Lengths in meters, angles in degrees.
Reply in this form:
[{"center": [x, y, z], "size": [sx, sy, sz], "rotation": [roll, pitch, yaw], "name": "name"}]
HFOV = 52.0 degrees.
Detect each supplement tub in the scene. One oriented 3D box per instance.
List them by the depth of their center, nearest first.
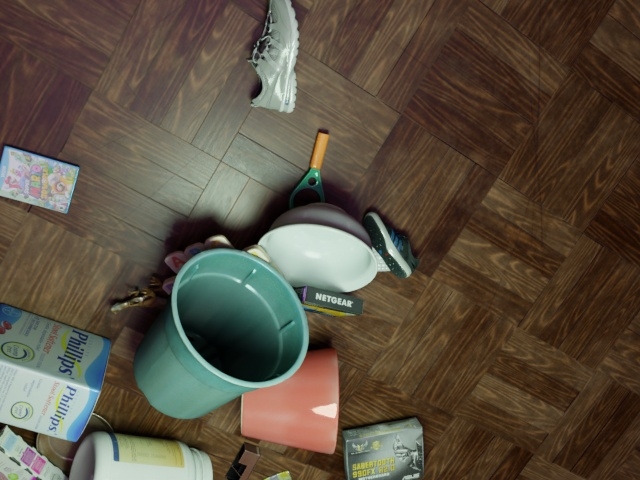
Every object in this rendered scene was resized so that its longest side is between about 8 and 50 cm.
[{"center": [-0.464, 0.626, 1.697], "size": [0.316, 0.228, 0.228], "rotation": [20, 103, -32], "name": "supplement tub"}]

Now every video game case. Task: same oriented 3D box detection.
[{"center": [-0.663, -0.142, 1.534], "size": [0.166, 0.015, 0.119], "rotation": [16, 104, -16], "name": "video game case"}]

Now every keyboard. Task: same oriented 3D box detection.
[{"center": [0.097, 0.051, 1.762], "size": [0.256, 0.014, 0.072], "rotation": [-2, 108, -12], "name": "keyboard"}]

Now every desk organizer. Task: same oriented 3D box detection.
[{"center": [-0.222, 0.646, 1.873], "size": [0.050, 0.047, 0.130], "rotation": [25, 101, -16], "name": "desk organizer"}]

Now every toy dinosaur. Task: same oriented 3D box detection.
[{"center": [-0.423, 0.150, 1.670], "size": [0.212, 0.064, 0.112], "rotation": [4, 138, -17], "name": "toy dinosaur"}]

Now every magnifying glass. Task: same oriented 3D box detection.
[{"center": [-0.020, -0.160, 1.662], "size": [0.092, 0.026, 0.230], "rotation": [11, 105, -15], "name": "magnifying glass"}]

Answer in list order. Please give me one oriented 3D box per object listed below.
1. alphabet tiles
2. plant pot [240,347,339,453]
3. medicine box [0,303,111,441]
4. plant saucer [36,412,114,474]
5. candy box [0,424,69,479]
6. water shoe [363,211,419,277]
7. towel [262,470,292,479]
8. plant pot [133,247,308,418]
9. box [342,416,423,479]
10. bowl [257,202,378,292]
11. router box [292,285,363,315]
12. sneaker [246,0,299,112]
[{"center": [-0.242, 0.104, 1.635], "size": [0.284, 0.021, 0.278], "rotation": [-21, 130, 17], "name": "alphabet tiles"}, {"center": [-0.082, 0.417, 1.730], "size": [0.243, 0.275, 0.274], "rotation": [2, 108, -2], "name": "plant pot"}, {"center": [-0.669, 0.306, 1.547], "size": [0.289, 0.263, 0.149], "rotation": [22, 102, -18], "name": "medicine box"}, {"center": [-0.649, 0.531, 1.749], "size": [0.199, 0.036, 0.198], "rotation": [-4, 109, -11], "name": "plant saucer"}, {"center": [-0.795, 0.605, 1.704], "size": [0.159, 0.071, 0.233], "rotation": [-31, 113, 17], "name": "candy box"}, {"center": [0.187, 0.003, 1.743], "size": [0.080, 0.073, 0.203], "rotation": [-38, 103, -34], "name": "water shoe"}, {"center": [-0.124, 0.715, 1.937], "size": [0.083, 0.009, 0.060], "rotation": [-16, 111, -7], "name": "towel"}, {"center": [-0.262, 0.245, 1.550], "size": [0.341, 0.341, 0.334], "rotation": [31, 133, -20], "name": "plant pot"}, {"center": [0.184, 0.627, 1.918], "size": [0.231, 0.056, 0.182], "rotation": [-7, 110, -10], "name": "box"}, {"center": [0.000, 0.000, 1.624], "size": [0.298, 0.134, 0.297], "rotation": [7, 146, 5], "name": "bowl"}, {"center": [0.001, 0.159, 1.694], "size": [0.179, 0.133, 0.046], "rotation": [16, 74, -30], "name": "router box"}, {"center": [-0.113, -0.433, 1.507], "size": [0.115, 0.105, 0.281], "rotation": [-3, 109, -11], "name": "sneaker"}]
